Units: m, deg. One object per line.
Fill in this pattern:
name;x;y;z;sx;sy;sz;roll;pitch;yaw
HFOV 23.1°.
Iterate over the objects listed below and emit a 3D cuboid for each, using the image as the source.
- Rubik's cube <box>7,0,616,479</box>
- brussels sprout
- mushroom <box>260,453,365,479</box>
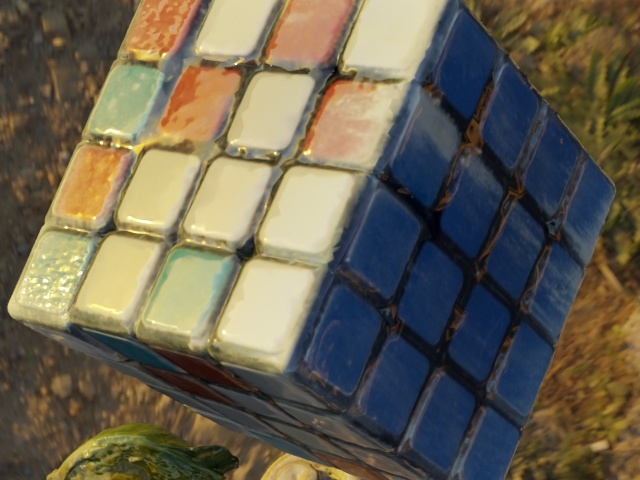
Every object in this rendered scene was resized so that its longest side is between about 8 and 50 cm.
Rubik's cube;0.001;-0.001;1.021;0.253;0.259;0.256;10;71;41
brussels sprout;-0.179;0.239;1.561;0.181;0.139;0.100;4;35;28
mushroom;-0.003;0.315;1.889;0.166;0.127;0.166;-12;46;13
